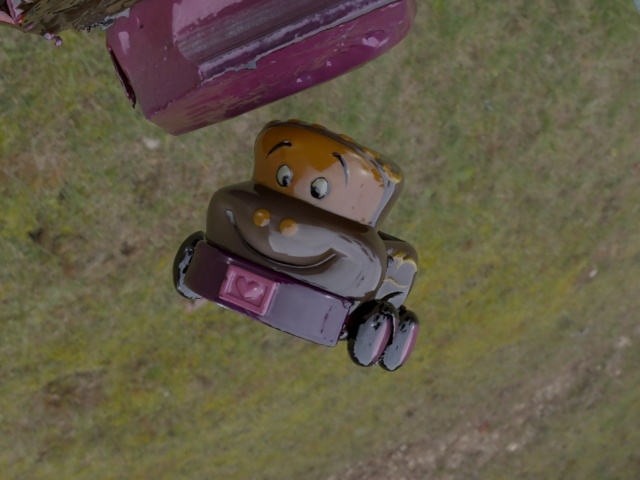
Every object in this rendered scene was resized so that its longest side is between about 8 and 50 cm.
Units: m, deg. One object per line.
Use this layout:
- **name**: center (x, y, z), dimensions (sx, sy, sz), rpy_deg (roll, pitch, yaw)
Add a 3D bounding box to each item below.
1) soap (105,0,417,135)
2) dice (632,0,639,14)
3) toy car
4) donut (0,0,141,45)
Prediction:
- **soap**: center (-0.066, -0.217, 1.069), dimensions (0.325, 0.127, 0.220), rpy_deg (-20, 175, 9)
- **dice**: center (0.563, -0.375, 1.296), dimensions (0.268, 0.265, 0.262), rpy_deg (-53, 180, -21)
- **toy car**: center (0.000, 0.000, 1.234), dimensions (0.240, 0.271, 0.341), rpy_deg (-69, 161, 1)
- **donut**: center (-0.129, -0.233, 0.707), dimensions (0.270, 0.103, 0.270), rpy_deg (-32, -177, 2)
